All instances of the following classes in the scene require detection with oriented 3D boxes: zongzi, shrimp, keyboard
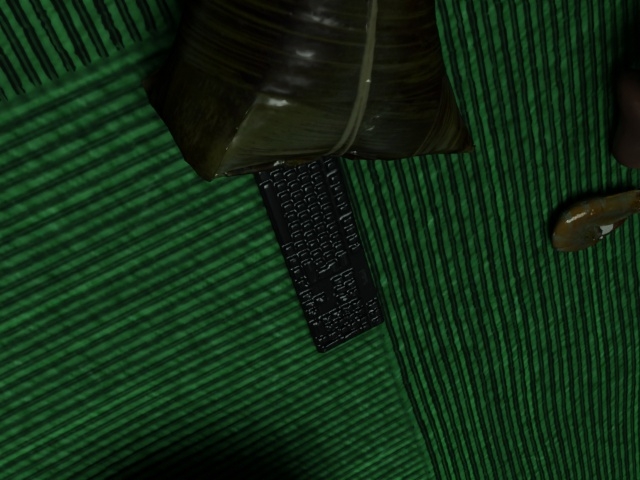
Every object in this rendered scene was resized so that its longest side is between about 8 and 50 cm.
[{"bbox_3d":[0.047,-0.151,0.438,0.241,0.111,0.248,-4,135,-36],"label":"zongzi"},{"bbox_3d":[0.245,-0.017,0.684,0.108,0.023,0.059,-12,132,-20],"label":"shrimp"},{"bbox_3d":[0.000,0.000,0.575,0.061,0.013,0.204,-25,127,-10],"label":"keyboard"}]

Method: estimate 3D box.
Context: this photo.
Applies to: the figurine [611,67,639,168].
[{"bbox_3d":[0.254,-0.212,0.490,0.193,0.154,0.421,-26,125,-4],"label":"figurine"}]
